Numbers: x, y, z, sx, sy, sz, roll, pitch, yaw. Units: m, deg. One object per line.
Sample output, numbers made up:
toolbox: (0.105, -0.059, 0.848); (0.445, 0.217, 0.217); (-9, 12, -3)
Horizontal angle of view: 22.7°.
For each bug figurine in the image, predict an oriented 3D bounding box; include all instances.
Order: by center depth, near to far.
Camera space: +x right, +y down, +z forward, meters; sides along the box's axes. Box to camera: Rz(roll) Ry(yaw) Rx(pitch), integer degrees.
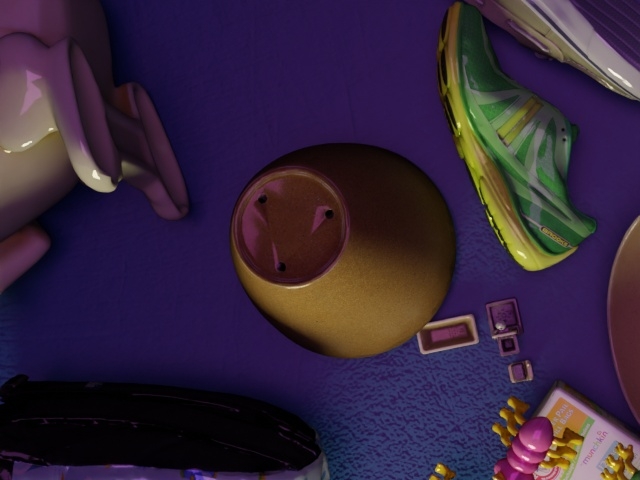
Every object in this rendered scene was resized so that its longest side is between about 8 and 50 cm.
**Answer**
bug figurine: (0.236, 0.283, 1.583); (0.279, 0.072, 0.216); (26, 114, 13)

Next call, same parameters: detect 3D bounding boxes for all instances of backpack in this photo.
backpack: (-0.166, 0.263, 1.671); (0.355, 0.290, 0.273); (-10, 97, 3)

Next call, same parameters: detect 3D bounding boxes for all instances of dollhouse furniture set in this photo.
dollhouse furniture set: (0.162, 0.116, 1.697); (0.114, 0.081, 0.091); (-12, 88, 9)

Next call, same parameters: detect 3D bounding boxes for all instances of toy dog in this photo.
toy dog: (-0.409, -0.108, 1.698); (0.408, 0.284, 0.395); (-23, 86, 10)

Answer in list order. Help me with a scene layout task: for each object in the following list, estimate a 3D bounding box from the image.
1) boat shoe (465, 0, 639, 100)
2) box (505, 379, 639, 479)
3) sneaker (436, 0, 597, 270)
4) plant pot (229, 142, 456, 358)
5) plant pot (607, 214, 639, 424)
boat shoe: (0.248, -0.243, 1.689); (0.302, 0.109, 0.094); (42, 133, 6)
box: (0.301, 0.249, 1.662); (0.203, 0.103, 0.114); (35, 96, 8)
sneaker: (0.206, -0.118, 1.691); (0.123, 0.109, 0.295); (-22, 92, -2)
plant pot: (0.000, 0.000, 1.627); (0.237, 0.254, 0.237); (-1, 85, 15)
plant pot: (0.448, 0.083, 1.580); (0.191, 0.284, 0.284); (-9, 88, -27)
